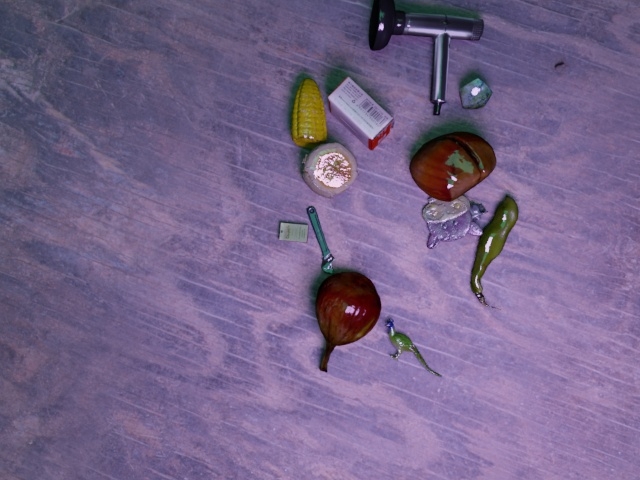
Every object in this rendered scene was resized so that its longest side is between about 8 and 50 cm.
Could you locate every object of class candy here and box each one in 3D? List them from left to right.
[{"bbox_3d":[-0.035,-0.371,1.443,0.106,0.094,0.199,4,81,-30],"label":"candy"}]

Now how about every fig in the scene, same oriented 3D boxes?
[{"bbox_3d":[0.078,0.234,1.371,0.190,0.190,0.290,-2,103,5],"label":"fig"}]

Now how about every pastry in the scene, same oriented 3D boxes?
[{"bbox_3d":[0.027,-0.201,1.418,0.166,0.088,0.166,-1,101,-5],"label":"pastry"}]

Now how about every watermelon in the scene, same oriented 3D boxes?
[{"bbox_3d":[0.435,-0.423,1.419,0.084,0.092,0.072,-11,47,-4],"label":"watermelon"}]

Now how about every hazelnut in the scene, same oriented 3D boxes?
[{"bbox_3d":[0.351,-0.210,1.353,0.212,0.181,0.181,-32,81,-17],"label":"hazelnut"}]

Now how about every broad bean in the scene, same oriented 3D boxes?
[{"bbox_3d":[0.484,0.028,1.395,0.098,0.056,0.318,11,93,-1],"label":"broad bean"}]

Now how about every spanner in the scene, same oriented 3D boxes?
[{"bbox_3d":[0.000,0.000,1.456,0.046,0.012,0.208,-19,85,4],"label":"spanner"}]

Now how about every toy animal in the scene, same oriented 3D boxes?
[{"bbox_3d":[0.243,0.324,1.403,0.075,0.041,0.217,-41,89,0],"label":"toy animal"}]

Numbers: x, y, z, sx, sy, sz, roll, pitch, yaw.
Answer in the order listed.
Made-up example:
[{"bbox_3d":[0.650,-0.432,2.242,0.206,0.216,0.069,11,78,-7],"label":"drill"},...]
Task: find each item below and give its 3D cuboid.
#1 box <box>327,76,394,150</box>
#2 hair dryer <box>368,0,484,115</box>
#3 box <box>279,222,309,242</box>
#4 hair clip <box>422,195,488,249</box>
[{"bbox_3d":[0.116,-0.356,1.410,0.182,0.133,0.099,44,92,8],"label":"box"},{"bbox_3d":[0.285,-0.528,1.401,0.320,0.156,0.284,12,77,-3],"label":"hair dryer"},{"bbox_3d":[-0.077,-0.022,1.458,0.083,0.024,0.053,6,87,6],"label":"box"},{"bbox_3d":[0.377,-0.067,1.409,0.187,0.056,0.146,-15,78,6],"label":"hair clip"}]
